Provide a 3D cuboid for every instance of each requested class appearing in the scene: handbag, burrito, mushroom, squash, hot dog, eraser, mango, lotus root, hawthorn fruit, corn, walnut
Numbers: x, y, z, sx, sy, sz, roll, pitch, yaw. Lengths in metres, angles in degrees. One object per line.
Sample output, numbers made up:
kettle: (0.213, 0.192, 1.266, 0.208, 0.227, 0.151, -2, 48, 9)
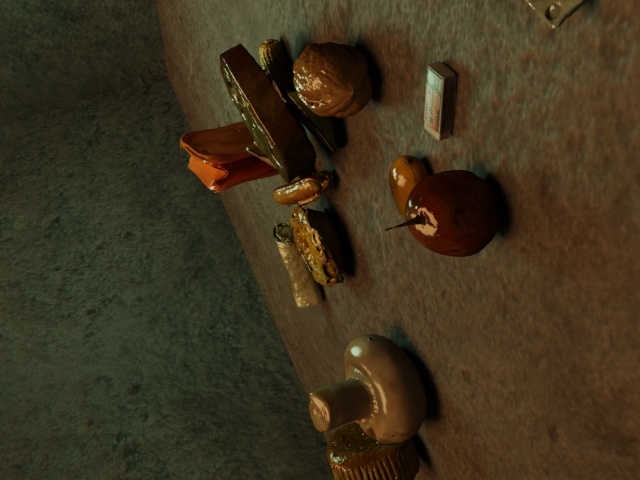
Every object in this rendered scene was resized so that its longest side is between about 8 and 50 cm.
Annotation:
handbag: (-0.264, -0.285, 2.102, 0.410, 0.304, 0.116, -141, 36, -59)
burrito: (-0.083, 0.083, 2.305, 0.143, 0.105, 0.299, -157, 47, -75)
mushroom: (0.109, 0.398, 1.675, 0.292, 0.290, 0.292, 163, 90, -71)
squash: (0.000, -0.307, 1.615, 0.184, 0.085, 0.192, 46, -179, -7)
mushroom: (-0.107, -0.241, 1.895, 0.210, 0.094, 0.072, 32, 163, -11)
hot dog: (-0.045, -0.137, 1.822, 0.250, 0.104, 0.076, -9, 100, 54)
eraser: (0.196, -0.229, 1.089, 0.052, 0.029, 0.122, -124, 21, -43)
mango: (0.169, -0.101, 1.289, 0.187, 0.066, 0.101, 83, 163, -64)
lotus root: (-0.142, -0.329, 1.678, 0.390, 0.111, 0.375, 55, 173, 46)
hawthorn fruit: (0.205, -0.044, 1.045, 0.189, 0.149, 0.149, -1, -115, -62)
corn: (-0.123, -0.458, 1.834, 0.072, 0.072, 0.203, -136, 29, -58)
walnut: (0.027, -0.326, 1.338, 0.184, 0.155, 0.155, -128, 23, -50)

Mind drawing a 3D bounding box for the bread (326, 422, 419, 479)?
bread: (0.148, 0.610, 1.869, 0.227, 0.253, 0.142, -78, -32, -74)

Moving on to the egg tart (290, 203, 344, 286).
egg tart: (0.000, 0.000, 1.921, 0.290, 0.107, 0.291, 59, 165, 26)

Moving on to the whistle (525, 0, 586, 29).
whistle: (0.214, -0.370, 0.795, 0.062, 0.062, 0.312, 95, 152, -57)
